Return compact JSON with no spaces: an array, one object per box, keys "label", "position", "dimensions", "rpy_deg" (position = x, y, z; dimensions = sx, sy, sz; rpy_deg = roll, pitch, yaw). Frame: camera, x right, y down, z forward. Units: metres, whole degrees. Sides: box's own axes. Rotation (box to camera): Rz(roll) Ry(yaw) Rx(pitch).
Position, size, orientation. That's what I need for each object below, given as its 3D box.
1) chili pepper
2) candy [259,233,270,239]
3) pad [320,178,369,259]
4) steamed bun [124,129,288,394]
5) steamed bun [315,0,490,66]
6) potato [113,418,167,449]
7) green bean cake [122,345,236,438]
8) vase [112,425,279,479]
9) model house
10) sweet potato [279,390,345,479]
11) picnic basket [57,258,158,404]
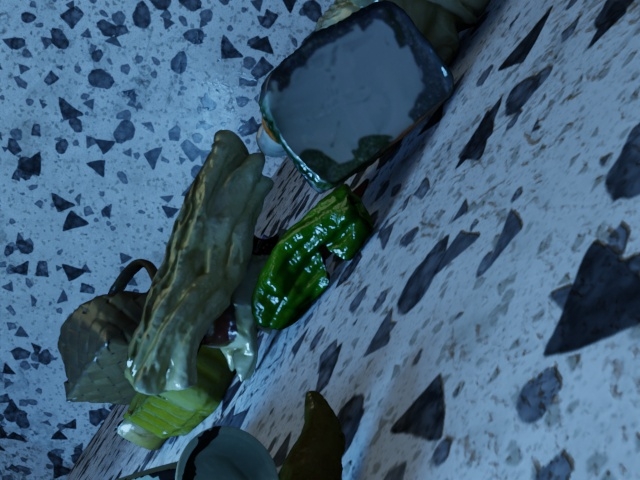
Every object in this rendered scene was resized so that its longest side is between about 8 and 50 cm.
[{"label":"chili pepper","position":[-0.019,0.027,1.081],"dimensions":[0.253,0.099,0.083],"rpy_deg":[-51,3,27]},{"label":"candy","position":[-0.116,0.076,1.374],"dimensions":[0.073,0.092,0.160],"rpy_deg":[-40,18,42]},{"label":"pad","position":[0.000,0.000,1.336],"dimensions":[0.267,0.004,0.181],"rpy_deg":[-40,20,55]},{"label":"steamed bun","position":[-0.150,0.069,1.185],"dimensions":[0.247,0.189,0.428],"rpy_deg":[110,177,-67]},{"label":"steamed bun","position":[0.154,-0.382,1.244],"dimensions":[0.275,0.206,0.320],"rpy_deg":[-53,17,-24]},{"label":"potato","position":[-0.341,0.361,1.556],"dimensions":[0.138,0.098,0.243],"rpy_deg":[-54,2,-10]},{"label":"green bean cake","position":[-0.244,0.240,1.396],"dimensions":[0.236,0.124,0.233],"rpy_deg":[-46,16,46]},{"label":"vase","position":[-0.186,0.322,0.845],"dimensions":[0.360,0.165,0.165],"rpy_deg":[-41,18,42]},{"label":"model house","position":[0.023,-0.192,1.170],"dimensions":[0.271,0.190,0.301],"rpy_deg":[-40,0,-15]},{"label":"sweet potato","position":[-0.014,0.227,0.568],"dimensions":[0.067,0.067,0.274],"rpy_deg":[-50,18,34]},{"label":"picnic basket","position":[-0.431,0.193,1.701],"dimensions":[0.293,0.337,0.337],"rpy_deg":[-50,12,27]}]
